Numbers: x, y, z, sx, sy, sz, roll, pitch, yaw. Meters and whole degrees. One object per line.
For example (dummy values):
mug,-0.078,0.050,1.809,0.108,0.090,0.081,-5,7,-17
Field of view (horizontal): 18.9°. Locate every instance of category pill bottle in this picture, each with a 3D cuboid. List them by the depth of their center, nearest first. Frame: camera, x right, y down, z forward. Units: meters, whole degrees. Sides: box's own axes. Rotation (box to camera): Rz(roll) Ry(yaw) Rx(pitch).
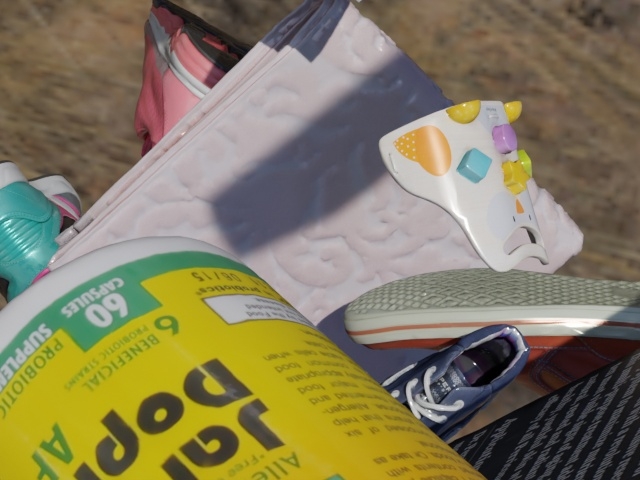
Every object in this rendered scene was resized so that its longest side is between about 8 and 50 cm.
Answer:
pill bottle,-0.005,0.097,0.496,0.118,0.208,0.117,-24,134,-27

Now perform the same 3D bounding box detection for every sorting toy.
sorting toy,0.076,-0.021,0.854,0.083,0.045,0.075,-7,71,-58

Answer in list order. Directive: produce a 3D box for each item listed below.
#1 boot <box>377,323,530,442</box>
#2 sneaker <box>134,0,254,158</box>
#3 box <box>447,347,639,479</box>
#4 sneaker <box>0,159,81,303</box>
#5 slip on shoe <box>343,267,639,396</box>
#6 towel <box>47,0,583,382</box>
boot,0.057,0.115,1.304,0.190,0.069,0.086,-33,171,-36
sneaker,-0.134,-0.137,1.785,0.116,0.314,0.136,28,99,-13
box,0.252,0.294,0.947,0.480,0.472,0.297,57,30,-5
sneaker,-0.255,0.023,1.883,0.124,0.178,0.295,-37,173,4
slip on shoe,0.179,0.082,1.429,0.123,0.331,0.101,-61,155,-73
towel,0.000,0.000,1.550,0.317,0.053,0.332,-40,125,14
